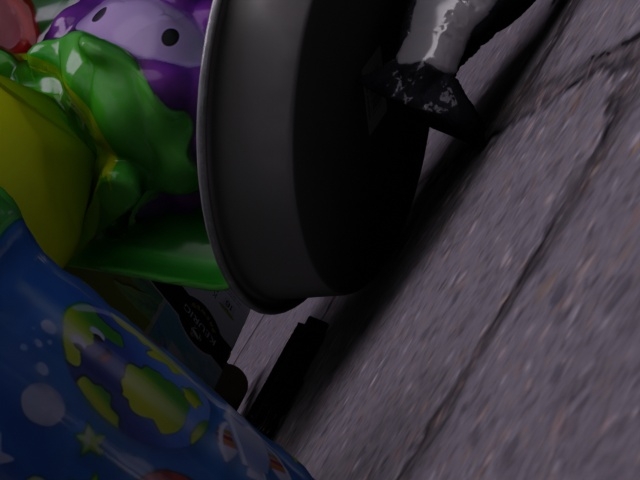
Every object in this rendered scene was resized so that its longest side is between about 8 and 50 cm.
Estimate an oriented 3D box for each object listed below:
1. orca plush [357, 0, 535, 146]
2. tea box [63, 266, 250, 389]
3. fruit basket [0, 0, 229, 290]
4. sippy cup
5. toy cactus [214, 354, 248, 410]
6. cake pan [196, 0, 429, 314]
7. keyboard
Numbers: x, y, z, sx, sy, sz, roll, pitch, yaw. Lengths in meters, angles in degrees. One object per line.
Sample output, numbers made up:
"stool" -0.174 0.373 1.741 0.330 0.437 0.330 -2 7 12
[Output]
"orca plush" 0.142 -0.179 1.099 0.151 0.102 0.287 4 63 34
"tea box" -0.274 0.126 1.365 0.329 0.220 0.323 -32 17 22
"fruit basket" -0.209 -0.088 1.130 0.392 0.392 0.282 -81 -5 -80
"sippy cup" -0.124 0.126 0.747 0.305 0.224 0.240 -61 6 -35
"toy cactus" -0.120 0.149 1.499 0.219 0.112 0.180 -52 4 -39
"cake pan" 0.009 -0.094 1.099 0.293 0.054 0.293 8 -90 -69
"keyboard" -0.046 0.132 1.232 0.180 0.023 0.108 -61 5 -32
